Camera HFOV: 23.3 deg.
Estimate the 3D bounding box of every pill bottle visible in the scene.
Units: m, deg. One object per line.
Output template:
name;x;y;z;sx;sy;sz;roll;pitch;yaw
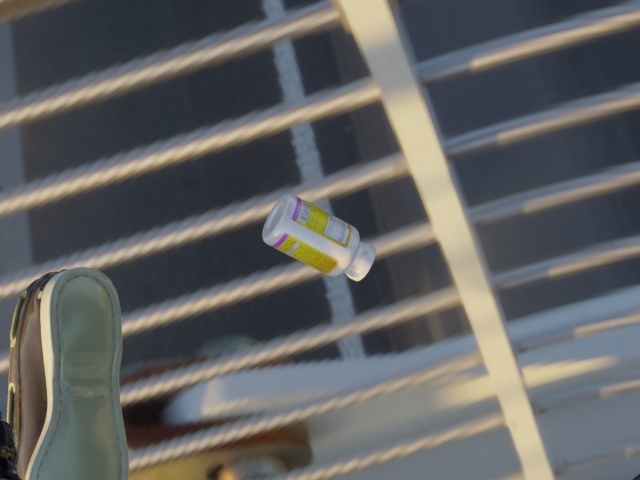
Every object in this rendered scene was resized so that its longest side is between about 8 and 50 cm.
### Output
pill bottle;0.000;0.000;1.201;0.083;0.043;0.043;28;62;-17

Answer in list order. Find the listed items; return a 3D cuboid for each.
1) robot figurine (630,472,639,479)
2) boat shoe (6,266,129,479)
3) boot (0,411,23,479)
robot figurine;0.344;0.284;1.254;0.278;0.209;0.173;-43;15;8
boat shoe;-0.189;0.135;1.135;0.068;0.081;0.228;-8;77;51
boot;-0.227;0.054;0.406;0.260;0.131;0.348;-43;72;24
